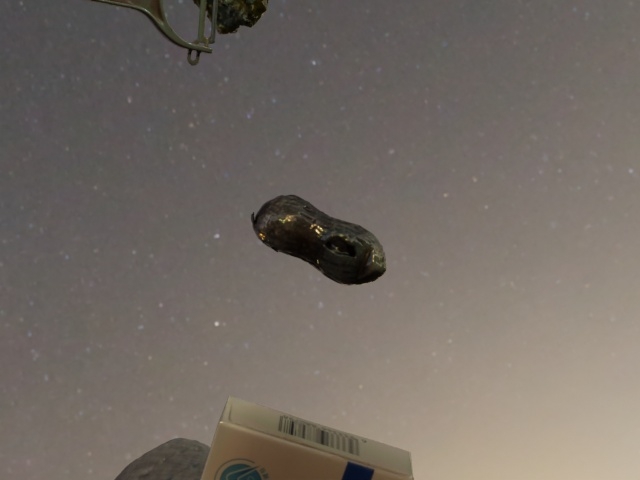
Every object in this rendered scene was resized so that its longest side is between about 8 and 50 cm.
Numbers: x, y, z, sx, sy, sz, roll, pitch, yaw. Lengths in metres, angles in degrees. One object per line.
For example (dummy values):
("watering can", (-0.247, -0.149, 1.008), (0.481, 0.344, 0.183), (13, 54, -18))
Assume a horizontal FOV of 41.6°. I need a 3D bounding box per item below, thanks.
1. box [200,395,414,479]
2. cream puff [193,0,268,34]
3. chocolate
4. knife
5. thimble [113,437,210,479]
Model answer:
("box", (-0.053, 0.347, 0.863), (0.200, 0.065, 0.343), (18, -76, -4))
("cream puff", (-0.173, -0.468, 1.587), (0.156, 0.121, 0.156), (11, -31, 7))
("chocolate", (0.000, 0.000, 1.447), (0.110, 0.248, 0.110), (-60, -5, -9))
("knife", (-0.217, -0.248, 0.834), (0.053, 0.123, 0.278), (7, 7, 41))
("thimble", (-0.179, 0.406, 1.124), (0.217, 0.157, 0.245), (19, -90, -44))
